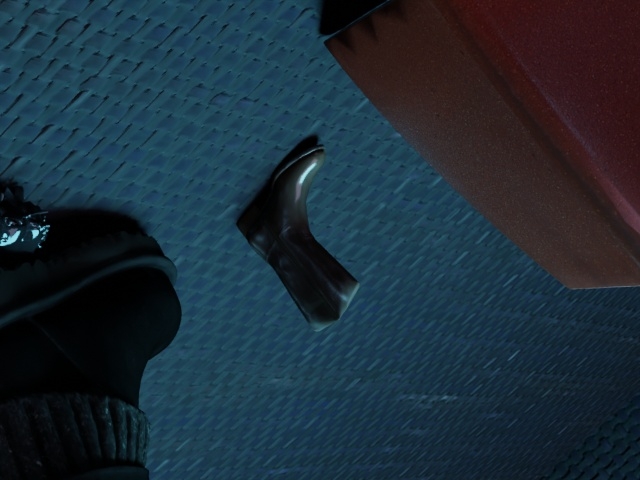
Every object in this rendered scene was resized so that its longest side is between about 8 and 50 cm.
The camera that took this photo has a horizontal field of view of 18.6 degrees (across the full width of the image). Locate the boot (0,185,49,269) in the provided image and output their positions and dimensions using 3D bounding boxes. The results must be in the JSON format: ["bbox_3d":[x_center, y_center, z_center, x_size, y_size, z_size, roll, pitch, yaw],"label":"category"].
[{"bbox_3d":[-0.234,0.013,1.232,0.121,0.045,0.099,-44,165,20],"label":"boot"}]

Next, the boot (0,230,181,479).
[{"bbox_3d":[-0.143,0.144,1.291,0.131,0.260,0.348,-35,174,21],"label":"boot"}]

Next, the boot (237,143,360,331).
[{"bbox_3d":[0.000,0.000,1.476,0.037,0.114,0.106,-11,147,-51],"label":"boot"}]

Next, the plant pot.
[{"bbox_3d":[0.198,-0.113,1.260,0.267,0.236,0.267,-32,-175,-13],"label":"plant pot"}]
